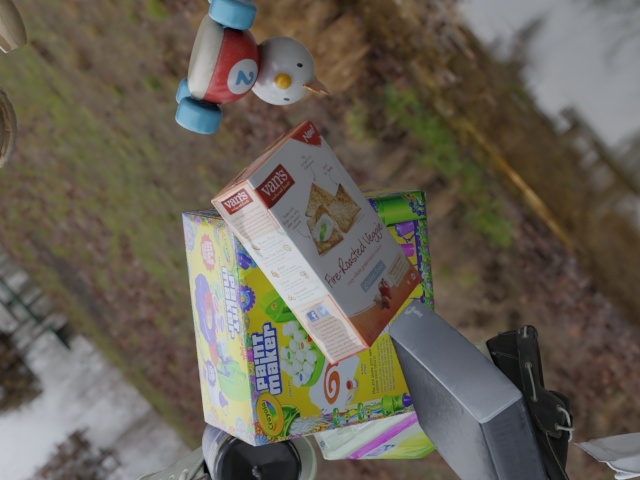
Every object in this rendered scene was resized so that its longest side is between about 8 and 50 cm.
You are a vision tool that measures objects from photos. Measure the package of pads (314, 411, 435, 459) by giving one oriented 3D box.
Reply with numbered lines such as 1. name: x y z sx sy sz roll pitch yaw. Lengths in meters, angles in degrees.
1. package of pads: 0.153 0.260 2.492 0.296 0.229 0.101 10 -131 -56

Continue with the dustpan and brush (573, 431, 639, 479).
1. dustpan and brush: 0.436 0.271 1.925 0.147 0.211 0.060 -154 54 -85

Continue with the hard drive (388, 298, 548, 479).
1. hard drive: 0.149 0.176 1.584 0.254 0.054 0.172 43 155 62

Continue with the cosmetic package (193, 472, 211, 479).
1. cosmetic package: -0.116 0.388 1.683 0.238 0.127 0.107 57 -179 -10

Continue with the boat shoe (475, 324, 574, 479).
1. boat shoe: 0.242 0.198 1.697 0.084 0.079 0.233 73 178 -58

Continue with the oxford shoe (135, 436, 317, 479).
1. oxford shoe: -0.219 0.417 2.452 0.169 0.449 0.130 67 -167 22

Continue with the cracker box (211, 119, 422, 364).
1. cracker box: 0.000 0.000 1.736 0.067 0.156 0.232 -28 103 39

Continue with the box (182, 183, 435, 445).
1. box: -0.010 0.089 2.041 0.177 0.279 0.290 10 107 63

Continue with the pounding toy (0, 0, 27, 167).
1. pounding toy: -0.395 -0.125 1.606 0.154 0.269 0.155 59 -169 1

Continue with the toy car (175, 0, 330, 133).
1. toy car: -0.091 -0.276 2.504 0.238 0.219 0.210 16 -160 -11

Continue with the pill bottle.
1. pill bottle: -0.102 0.296 2.175 0.123 0.123 0.219 50 178 -13
